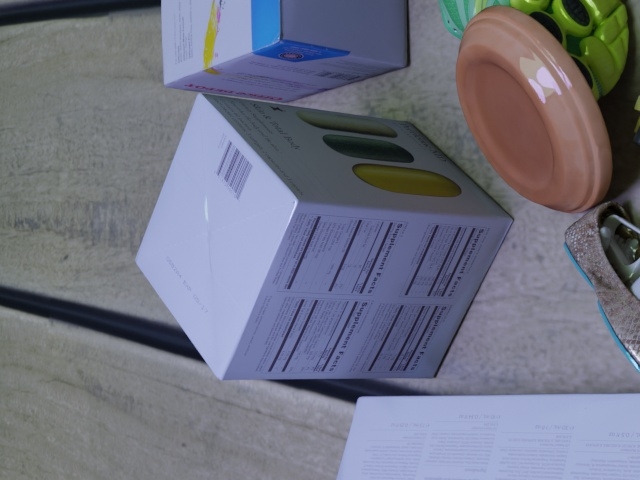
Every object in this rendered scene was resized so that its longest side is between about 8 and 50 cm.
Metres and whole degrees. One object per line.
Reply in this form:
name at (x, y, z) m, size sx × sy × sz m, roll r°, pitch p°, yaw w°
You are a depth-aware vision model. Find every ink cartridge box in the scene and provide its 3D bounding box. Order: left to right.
ink cartridge box at (-0.044, -0.257, 1.492) m, size 0.232 × 0.171 × 0.168 m, roll -9°, pitch 79°, yaw 52°

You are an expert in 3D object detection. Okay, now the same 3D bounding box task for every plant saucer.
plant saucer at (0.178, -0.109, 1.209) m, size 0.200 × 0.037 × 0.200 m, roll 53°, pitch 161°, yaw 26°

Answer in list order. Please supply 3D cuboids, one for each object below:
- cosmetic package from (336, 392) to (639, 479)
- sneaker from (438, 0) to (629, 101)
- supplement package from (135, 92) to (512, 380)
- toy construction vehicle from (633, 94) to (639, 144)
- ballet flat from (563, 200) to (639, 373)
cosmetic package at (0.152, 0.276, 1.146) m, size 0.377 × 0.097 × 0.285 m, roll -7°, pitch 56°, yaw 47°
sneaker at (0.182, -0.225, 1.271) m, size 0.296 × 0.109 × 0.123 m, roll 58°, pitch 159°, yaw 32°
supplement package at (0.000, 0.000, 1.336) m, size 0.199 × 0.262 × 0.198 m, roll 48°, pitch 124°, yaw 43°
toy construction vehicle at (0.298, -0.099, 1.140) m, size 0.086 × 0.035 × 0.098 m, roll 37°, pitch 116°, yaw 48°
ballet flat at (0.258, 0.034, 1.127) m, size 0.067 × 0.073 × 0.206 m, roll -54°, pitch 33°, yaw 23°
